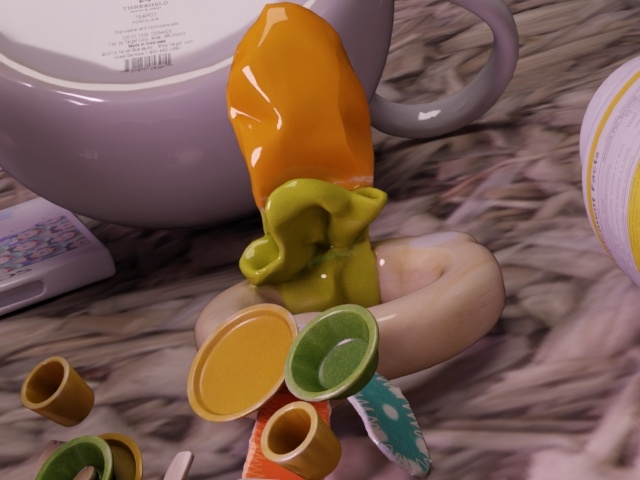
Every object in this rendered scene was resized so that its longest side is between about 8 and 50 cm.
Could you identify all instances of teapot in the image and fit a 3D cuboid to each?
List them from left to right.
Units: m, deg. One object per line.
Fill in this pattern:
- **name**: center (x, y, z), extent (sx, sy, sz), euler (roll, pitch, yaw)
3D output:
- **teapot**: center (-0.069, -0.096, 1.044), extent (0.256, 0.187, 0.252), euler (32, 64, 29)

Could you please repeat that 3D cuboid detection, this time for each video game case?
- **video game case**: center (-0.192, 0.018, 1.057), extent (0.143, 0.019, 0.157), euler (-20, 17, -13)

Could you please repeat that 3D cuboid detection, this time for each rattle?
- **rattle**: center (0.000, 0.000, 0.744), extent (0.130, 0.143, 0.199), euler (9, 17, 15)

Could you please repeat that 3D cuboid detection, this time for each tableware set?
- **tableware set**: center (-0.050, 0.062, 0.684), extent (0.154, 0.024, 0.104), euler (-2, 55, 42)

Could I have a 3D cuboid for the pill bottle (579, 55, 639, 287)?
- **pill bottle**: center (0.152, -0.017, 0.704), extent (0.103, 0.103, 0.184), euler (-17, 17, -4)
